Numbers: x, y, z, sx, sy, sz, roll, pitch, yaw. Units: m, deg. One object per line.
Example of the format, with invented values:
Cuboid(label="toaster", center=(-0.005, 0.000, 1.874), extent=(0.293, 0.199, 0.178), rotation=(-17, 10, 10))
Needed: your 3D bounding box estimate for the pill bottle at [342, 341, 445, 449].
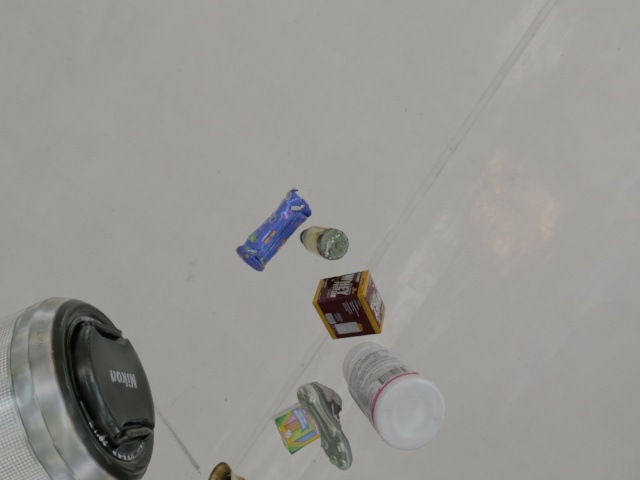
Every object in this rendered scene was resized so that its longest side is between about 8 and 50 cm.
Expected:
Cuboid(label="pill bottle", center=(0.155, 0.344, 1.072), extent=(0.160, 0.283, 0.161), rotation=(-1, 96, -14))

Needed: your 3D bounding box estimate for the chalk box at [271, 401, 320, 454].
Cuboid(label="chalk box", center=(-0.049, 0.644, 1.645), extent=(0.213, 0.132, 0.132), rotation=(-25, 79, -18))

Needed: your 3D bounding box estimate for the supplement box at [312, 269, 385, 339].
Cuboid(label="supplement box", center=(0.107, 0.232, 1.637), extent=(0.194, 0.129, 0.191), rotation=(-13, 121, 24))

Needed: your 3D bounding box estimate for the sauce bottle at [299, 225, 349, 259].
Cuboid(label="sauce bottle", center=(0.000, 0.000, 1.658), extent=(0.111, 0.344, 0.112), rotation=(-2, 96, -15))

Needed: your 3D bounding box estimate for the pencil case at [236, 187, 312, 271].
Cuboid(label="pencil case", center=(-0.153, -0.036, 1.583), extent=(0.119, 0.133, 0.306), rotation=(45, 72, -15))

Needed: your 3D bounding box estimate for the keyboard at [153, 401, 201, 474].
Cuboid(label="keyboard", center=(-0.413, 0.546, 1.284), extent=(0.014, 0.072, 0.256), rotation=(-36, 85, -20))

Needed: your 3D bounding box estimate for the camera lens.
Cuboid(label="camera lens", center=(-0.332, 0.201, 0.469), extent=(0.274, 0.219, 0.220), rotation=(-24, 95, -8))

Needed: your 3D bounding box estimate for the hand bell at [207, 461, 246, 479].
Cuboid(label="hand bell", center=(-0.207, 0.754, 1.376), extent=(0.242, 0.126, 0.126), rotation=(31, 90, -33))

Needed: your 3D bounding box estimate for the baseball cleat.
Cuboid(label="baseball cleat", center=(0.030, 0.405, 1.034), extent=(0.072, 0.109, 0.206), rotation=(-51, 57, 29))
